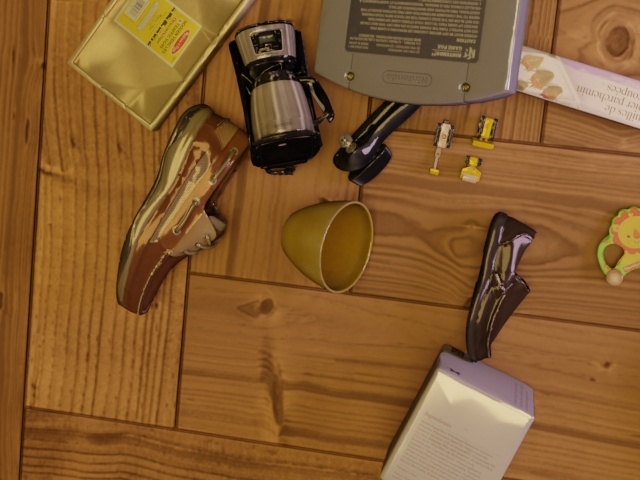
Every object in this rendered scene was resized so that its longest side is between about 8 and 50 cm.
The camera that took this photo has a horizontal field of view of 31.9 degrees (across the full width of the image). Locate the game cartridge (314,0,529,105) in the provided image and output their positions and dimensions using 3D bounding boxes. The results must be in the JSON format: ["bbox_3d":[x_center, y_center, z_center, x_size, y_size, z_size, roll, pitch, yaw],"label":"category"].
[{"bbox_3d":[0.135,-0.285,1.535,0.297,0.062,0.198,11,101,28],"label":"game cartridge"}]

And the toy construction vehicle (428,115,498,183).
[{"bbox_3d":[0.203,-0.135,1.602,0.086,0.035,0.098,10,102,-3],"label":"toy construction vehicle"}]

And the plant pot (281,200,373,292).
[{"bbox_3d":[0.000,0.000,1.613,0.095,0.134,0.134,15,101,32],"label":"plant pot"}]

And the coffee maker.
[{"bbox_3d":[-0.070,-0.200,1.585,0.120,0.171,0.178,-4,75,-26],"label":"coffee maker"}]

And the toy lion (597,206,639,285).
[{"bbox_3d":[0.436,0.004,1.581,0.100,0.034,0.096,-24,86,12],"label":"toy lion"}]

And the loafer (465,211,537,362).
[{"bbox_3d":[0.258,0.073,1.592,0.078,0.080,0.220,13,99,8],"label":"loafer"}]

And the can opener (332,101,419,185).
[{"bbox_3d":[0.090,-0.166,1.609,0.186,0.073,0.059,-51,49,9],"label":"can opener"}]

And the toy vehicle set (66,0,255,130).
[{"bbox_3d":[-0.230,-0.314,1.645,0.166,0.035,0.267,40,102,2],"label":"toy vehicle set"}]

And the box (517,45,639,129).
[{"bbox_3d":[0.341,-0.217,1.548,0.324,0.067,0.063,19,100,7],"label":"box"}]

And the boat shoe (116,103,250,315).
[{"bbox_3d":[-0.198,-0.034,1.637,0.120,0.122,0.324,25,102,2],"label":"boat shoe"}]

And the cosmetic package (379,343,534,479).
[{"bbox_3d":[0.196,0.273,1.594,0.151,0.151,0.183,27,102,5],"label":"cosmetic package"}]
